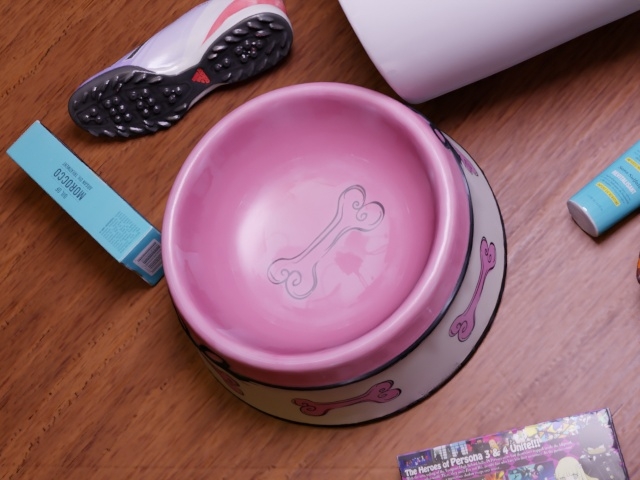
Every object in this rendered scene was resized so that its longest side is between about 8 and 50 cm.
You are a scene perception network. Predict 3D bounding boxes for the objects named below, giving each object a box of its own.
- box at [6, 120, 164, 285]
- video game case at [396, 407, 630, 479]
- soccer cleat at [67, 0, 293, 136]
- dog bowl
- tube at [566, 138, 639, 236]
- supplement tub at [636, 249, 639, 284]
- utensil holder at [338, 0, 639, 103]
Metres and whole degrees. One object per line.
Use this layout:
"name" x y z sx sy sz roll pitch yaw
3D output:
"box" -0.289 -0.048 1.292 0.244 0.100 0.060 40 85 25
"video game case" 0.212 0.300 1.038 0.232 0.042 0.210 -16 67 11
"soccer cleat" -0.189 -0.240 1.341 0.318 0.108 0.116 -25 45 9
"dog bowl" 0.000 0.000 1.157 0.408 0.150 0.407 -6 68 16
"tube" 0.372 -0.085 1.132 0.207 0.052 0.080 -38 76 -5
"supplement tub" 0.391 -0.002 1.051 0.106 0.106 0.197 10 84 20
"utensil holder" 0.215 -0.366 1.106 0.386 0.328 0.327 -22 65 20
